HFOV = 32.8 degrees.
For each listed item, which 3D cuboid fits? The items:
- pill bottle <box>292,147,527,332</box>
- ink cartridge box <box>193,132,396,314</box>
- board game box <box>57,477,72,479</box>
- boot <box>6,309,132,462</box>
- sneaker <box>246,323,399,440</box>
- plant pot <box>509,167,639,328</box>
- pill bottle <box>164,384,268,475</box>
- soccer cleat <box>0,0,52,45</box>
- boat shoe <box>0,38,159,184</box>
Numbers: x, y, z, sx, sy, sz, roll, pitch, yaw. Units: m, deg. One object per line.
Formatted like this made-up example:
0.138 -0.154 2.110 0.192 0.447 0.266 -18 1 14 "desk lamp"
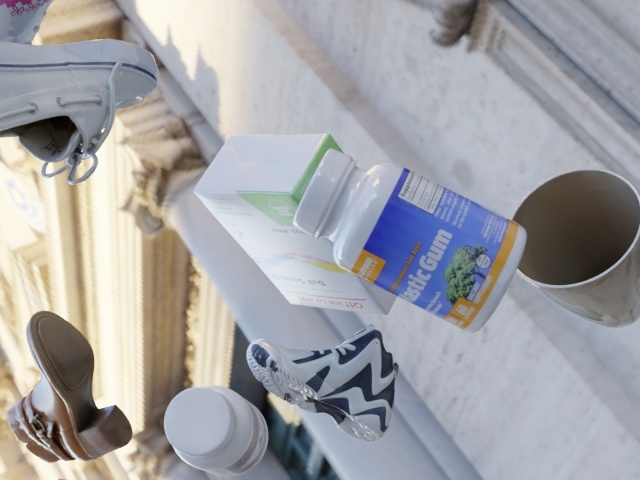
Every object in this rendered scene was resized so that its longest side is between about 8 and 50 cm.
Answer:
0.108 -0.007 1.374 0.152 0.272 0.152 -64 -1 -3 "pill bottle"
0.000 0.000 1.629 0.353 0.207 0.119 51 -123 -37 "ink cartridge box"
-0.192 0.343 0.998 0.193 0.305 0.053 10 -66 0 "board game box"
-0.469 0.264 1.885 0.220 0.283 0.109 -19 22 38 "boot"
0.016 0.169 1.566 0.153 0.235 0.094 -65 8 -31 "sneaker"
0.518 0.046 2.037 0.256 0.256 0.274 -40 -47 4 "plant pot"
-0.164 0.296 1.699 0.131 0.131 0.229 -36 -18 -3 "pill bottle"
-0.389 -0.265 1.314 0.331 0.116 0.143 -25 -47 23 "soccer cleat"
-0.295 -0.134 1.209 0.136 0.156 0.367 -20 -2 28 "boat shoe"
